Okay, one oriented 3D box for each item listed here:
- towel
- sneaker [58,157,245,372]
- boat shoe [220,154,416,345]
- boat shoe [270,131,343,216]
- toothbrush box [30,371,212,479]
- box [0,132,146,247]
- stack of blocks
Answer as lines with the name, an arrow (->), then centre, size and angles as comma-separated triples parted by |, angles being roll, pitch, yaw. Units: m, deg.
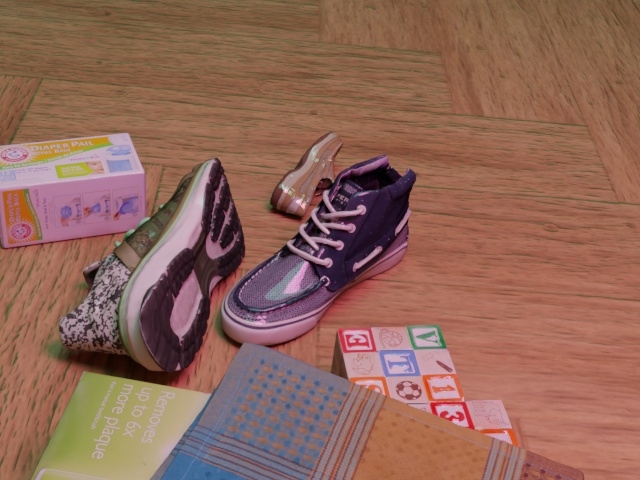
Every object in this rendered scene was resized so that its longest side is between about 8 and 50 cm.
towel -> 0.042, 0.243, 0.896 | 0.370, 0.040, 0.271 | 20, 37, 12
sneaker -> -0.223, 0.014, 1.283 | 0.182, 0.158, 0.410 | -4, 29, 15
boat shoe -> 0.000, 0.000, 1.305 | 0.127, 0.158, 0.341 | 30, 42, 27
boat shoe -> -0.004, -0.097, 1.523 | 0.072, 0.068, 0.190 | 30, 51, 9
toothbrush box -> -0.132, 0.263, 0.967 | 0.283, 0.122, 0.206 | 11, 36, 3
box -> -0.362, -0.074, 1.390 | 0.203, 0.103, 0.114 | -9, 40, -20
stack of blocks -> 0.119, 0.225, 1.085 | 0.171, 0.087, 0.297 | -1, 37, -10
